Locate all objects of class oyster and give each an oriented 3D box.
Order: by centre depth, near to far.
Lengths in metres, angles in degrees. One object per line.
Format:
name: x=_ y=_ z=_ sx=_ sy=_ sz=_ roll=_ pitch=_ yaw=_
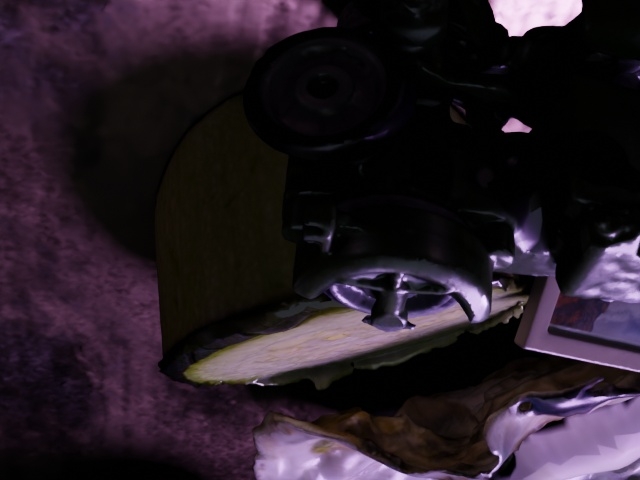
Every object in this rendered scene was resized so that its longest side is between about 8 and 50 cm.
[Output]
oyster: x=0.139 y=0.118 z=0.922 sx=0.351 sy=0.115 sz=0.238 roll=-31 pitch=148 yaw=13

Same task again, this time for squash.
squash: x=0.006 y=0.012 z=0.808 sx=0.220 sy=0.133 sz=0.220 roll=-12 pitch=157 yaw=-5

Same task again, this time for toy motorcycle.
toy motorcycle: x=0.104 y=-0.055 z=0.635 sx=0.275 sy=0.205 sz=0.127 roll=4 pitch=147 yaw=2

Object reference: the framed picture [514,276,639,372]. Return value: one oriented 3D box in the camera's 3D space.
framed picture: x=0.242 y=-0.002 z=0.804 sx=0.250 sy=0.016 sz=0.184 roll=14 pitch=99 yaw=-25
